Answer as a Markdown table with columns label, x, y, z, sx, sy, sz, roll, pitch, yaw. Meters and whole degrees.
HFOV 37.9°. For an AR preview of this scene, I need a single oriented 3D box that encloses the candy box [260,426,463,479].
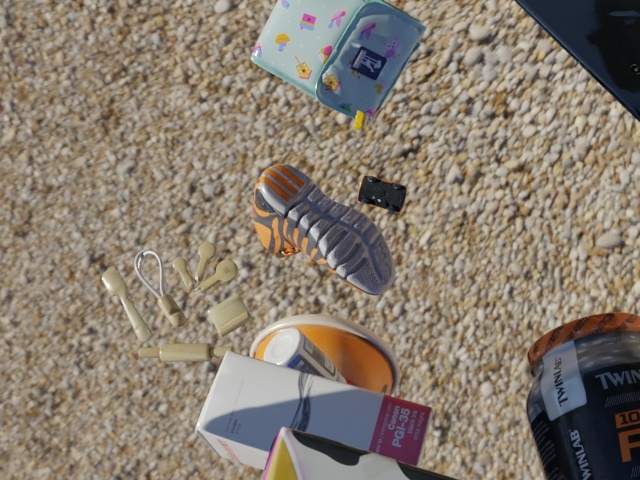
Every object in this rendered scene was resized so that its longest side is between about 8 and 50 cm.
| label | x | y | z | sx | sy | sz | roll | pitch | yaw |
| --- | --- | --- | --- | --- | --- | --- | --- | --- | --- |
| candy box | 0.073 | 0.174 | 0.315 | 0.233 | 0.071 | 0.159 | 16 | 72 | 1 |

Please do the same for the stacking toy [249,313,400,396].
| label | x | y | z | sx | sy | sz | roll | pitch | yaw |
| --- | --- | --- | --- | --- | --- | --- | --- | --- | --- |
| stacking toy | -0.022 | 0.433 | 2.017 | 0.350 | 0.480 | 0.351 | 7 | 137 | 6 |

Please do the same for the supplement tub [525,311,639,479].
| label | x | y | z | sx | sy | sz | roll | pitch | yaw |
| --- | --- | --- | --- | --- | --- | --- | --- | --- | --- |
| supplement tub | 0.347 | 0.253 | 1.046 | 0.193 | 0.316 | 0.194 | -8 | 147 | -5 |

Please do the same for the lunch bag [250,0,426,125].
| label | x | y | z | sx | sy | sz | roll | pitch | yaw |
| --- | --- | --- | --- | --- | --- | --- | --- | --- | --- |
| lunch bag | 0.038 | -0.365 | 1.721 | 0.262 | 0.160 | 0.223 | 34 | 107 | 11 |

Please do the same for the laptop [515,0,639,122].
| label | x | y | z | sx | sy | sz | roll | pitch | yaw |
| --- | --- | --- | --- | --- | --- | --- | --- | --- | --- |
| laptop | 0.464 | -0.398 | 1.101 | 0.408 | 0.236 | 0.382 | -38 | 73 | -8 |

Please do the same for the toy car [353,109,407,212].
| label | x | y | z | sx | sy | sz | roll | pitch | yaw |
| --- | --- | --- | --- | --- | --- | --- | --- | --- | --- |
| toy car | 0.074 | -0.094 | 1.105 | 0.060 | 0.040 | 0.122 | -1 | 95 | 15 |

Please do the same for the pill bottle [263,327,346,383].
| label | x | y | z | sx | sy | sz | roll | pitch | yaw |
| --- | --- | --- | --- | --- | --- | --- | --- | --- | --- |
| pill bottle | -0.022 | 0.210 | 1.511 | 0.078 | 0.078 | 0.137 | -25 | 125 | 28 |

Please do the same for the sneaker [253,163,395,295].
| label | x | y | z | sx | sy | sz | roll | pitch | yaw |
| --- | --- | --- | --- | --- | --- | --- | --- | --- | --- |
| sneaker | 0.000 | 0.000 | 1.786 | 0.321 | 0.124 | 0.180 | 45 | 152 | 8 |

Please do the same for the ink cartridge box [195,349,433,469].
| label | x | y | z | sx | sy | sz | roll | pitch | yaw |
| --- | --- | --- | --- | --- | --- | --- | --- | --- | --- |
| ink cartridge box | -0.003 | 0.260 | 1.252 | 0.283 | 0.117 | 0.207 | 15 | 159 | 10 |

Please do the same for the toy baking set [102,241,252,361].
| label | x | y | z | sx | sy | sz | roll | pitch | yaw |
| --- | --- | --- | --- | --- | --- | --- | --- | --- | --- |
| toy baking set | -0.235 | 0.105 | 1.535 | 0.256 | 0.030 | 0.197 | -6 | 76 | 12 |
